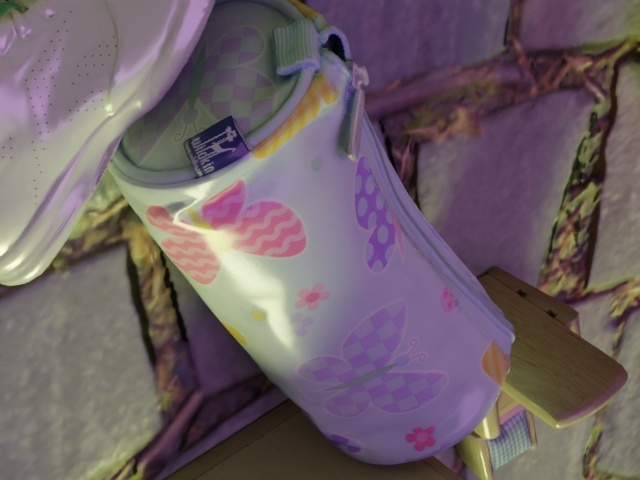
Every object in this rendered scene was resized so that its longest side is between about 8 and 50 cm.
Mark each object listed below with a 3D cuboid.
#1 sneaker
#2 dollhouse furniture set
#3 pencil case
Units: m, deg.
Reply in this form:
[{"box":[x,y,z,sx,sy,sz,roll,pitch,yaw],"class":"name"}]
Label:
[{"box":[-0.118,-0.084,0.794,0.094,0.080,0.212,25,99,-34],"class":"sneaker"},{"box":[0.077,0.237,1.062,0.286,0.198,0.303,-31,132,-22],"class":"dollhouse furniture set"},{"box":[0.000,0.000,0.911,0.124,0.113,0.273,-29,136,5],"class":"pencil case"}]
